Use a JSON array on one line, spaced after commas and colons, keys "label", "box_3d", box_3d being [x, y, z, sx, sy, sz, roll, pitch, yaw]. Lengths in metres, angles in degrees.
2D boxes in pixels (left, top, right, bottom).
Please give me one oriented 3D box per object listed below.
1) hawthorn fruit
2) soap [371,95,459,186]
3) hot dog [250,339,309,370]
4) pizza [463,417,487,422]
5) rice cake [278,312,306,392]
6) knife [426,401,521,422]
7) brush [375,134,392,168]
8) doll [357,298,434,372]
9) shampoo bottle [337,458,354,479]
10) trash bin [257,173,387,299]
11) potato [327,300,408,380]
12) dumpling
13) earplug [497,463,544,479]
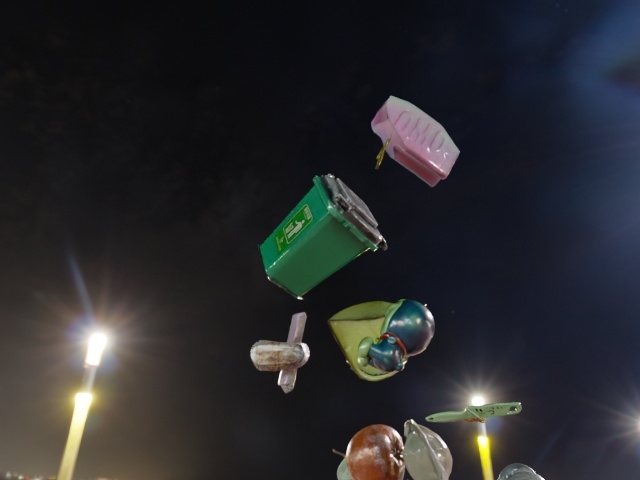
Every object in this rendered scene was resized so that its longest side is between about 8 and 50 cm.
[{"label": "hawthorn fruit", "box_3d": [0.211, 0.850, 1.914, 0.231, 0.263, 0.235, 36, 10, -3]}, {"label": "soap", "box_3d": [0.339, -0.368, 1.798, 0.324, 0.193, 0.109, 34, -25, -6]}, {"label": "hot dog", "box_3d": [-0.174, 0.486, 2.105, 0.253, 0.131, 0.069, -2, -14, 4]}, {"label": "pizza", "box_3d": [0.675, 0.788, 2.209, 0.131, 0.041, 0.178, 10, -22, -6]}, {"label": "rice cake", "box_3d": [-0.125, 0.490, 2.213, 0.056, 0.365, 0.073, 25, -30, -25]}, {"label": "knife", "box_3d": [0.383, 0.441, 1.274, 0.293, 0.020, 0.043, -27, -79, 44]}, {"label": "brush", "box_3d": [0.192, -0.271, 1.566, 0.010, 0.218, 0.082, 29, -58, -2]}, {"label": "doll", "box_3d": [0.279, 0.335, 1.740, 0.186, 0.322, 0.198, 30, -26, 26]}, {"label": "shampoo bottle", "box_3d": [0.151, 1.119, 2.306, 0.078, 0.134, 0.359, 17, -39, 28]}, {"label": "trash bin", "box_3d": [0.000, 0.000, 1.710, 0.381, 0.259, 0.295, -41, -56, 14]}, {"label": "potato", "box_3d": [0.237, 0.411, 2.059, 0.330, 0.280, 0.213, -11, 5, 22]}, {"label": "dumpling", "box_3d": [0.394, 0.757, 1.749, 0.163, 0.293, 0.204, 3, -51, -30]}, {"label": "earplug", "box_3d": [0.833, 1.037, 2.021, 0.214, 0.175, 0.325, -49, -11, 3]}]
